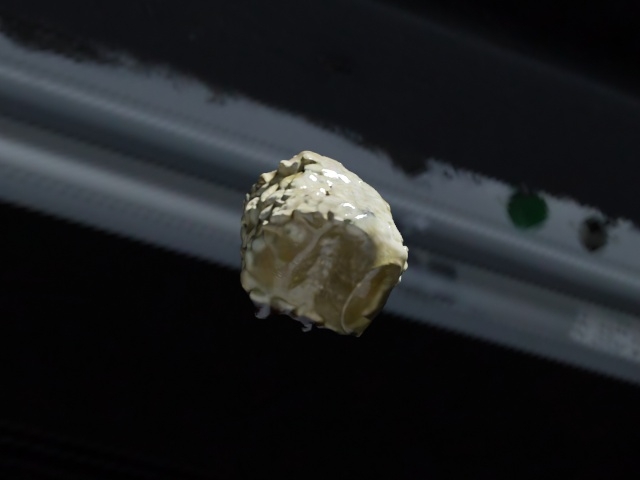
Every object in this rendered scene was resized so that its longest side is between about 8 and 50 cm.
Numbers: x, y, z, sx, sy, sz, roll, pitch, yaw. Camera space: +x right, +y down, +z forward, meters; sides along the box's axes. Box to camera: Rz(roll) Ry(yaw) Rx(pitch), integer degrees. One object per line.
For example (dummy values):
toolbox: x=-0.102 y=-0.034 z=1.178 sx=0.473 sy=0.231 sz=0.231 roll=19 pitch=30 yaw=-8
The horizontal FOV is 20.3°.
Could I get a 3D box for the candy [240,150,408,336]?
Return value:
candy: x=0.000 y=0.000 z=1.049 sx=0.095 sy=0.110 sz=0.085 roll=27 pitch=-65 yaw=-11
